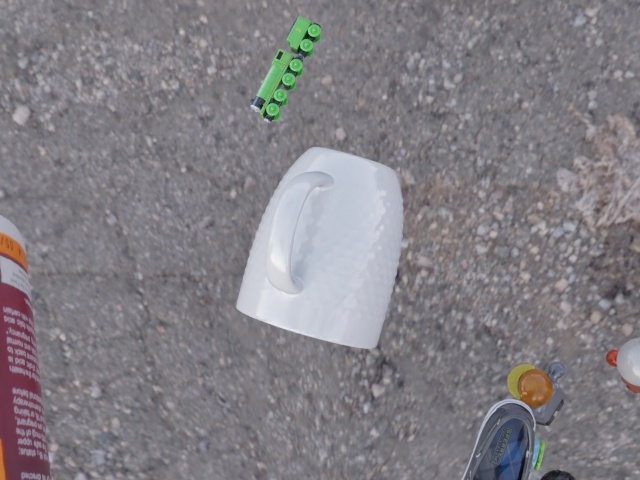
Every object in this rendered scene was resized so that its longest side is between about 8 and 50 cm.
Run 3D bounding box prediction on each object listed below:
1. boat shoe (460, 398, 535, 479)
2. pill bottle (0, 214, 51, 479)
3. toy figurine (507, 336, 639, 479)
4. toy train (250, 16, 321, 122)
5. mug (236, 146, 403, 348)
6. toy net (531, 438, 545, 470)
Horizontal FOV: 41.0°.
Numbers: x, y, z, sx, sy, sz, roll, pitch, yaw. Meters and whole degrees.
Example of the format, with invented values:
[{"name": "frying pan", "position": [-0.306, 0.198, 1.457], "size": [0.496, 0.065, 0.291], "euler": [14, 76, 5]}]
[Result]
[{"name": "boat shoe", "position": [0.194, 0.293, 0.965], "size": [0.080, 0.076, 0.228], "euler": [20, 91, 8]}, {"name": "pill bottle", "position": [-0.358, 0.180, 0.756], "size": [0.224, 0.224, 0.392], "euler": [-13, 68, -4]}, {"name": "toy figurine", "position": [0.346, 0.237, 1.046], "size": [0.210, 0.148, 0.213], "euler": [-13, 63, 17]}, {"name": "toy train", "position": [-0.025, -0.125, 0.622], "size": [0.024, 0.017, 0.083], "euler": [27, 82, 5]}, {"name": "mug", "position": [0.000, 0.000, 1.555], "size": [0.276, 0.374, 0.328], "euler": [16, 90, 22]}, {"name": "toy net", "position": [0.406, 0.518, 1.761], "size": [0.045, 0.232, 0.122], "euler": [16, 26, 7]}]
